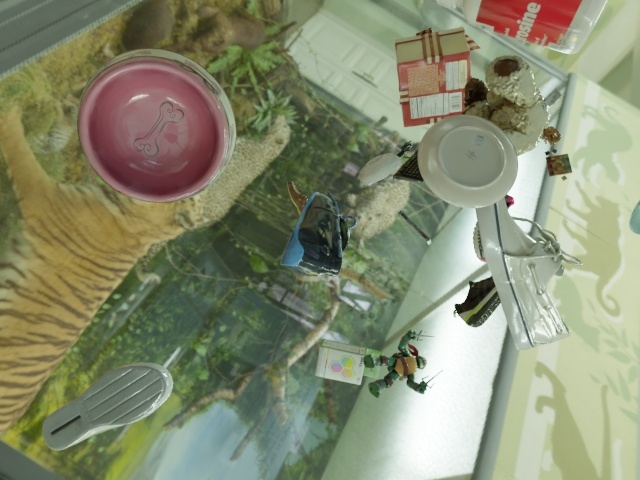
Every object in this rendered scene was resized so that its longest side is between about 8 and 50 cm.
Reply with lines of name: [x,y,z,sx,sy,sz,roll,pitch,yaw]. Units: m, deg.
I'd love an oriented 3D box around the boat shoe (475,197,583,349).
boat shoe: [0.408,0.043,0.880,0.157,0.367,0.136,-17,-165,23]

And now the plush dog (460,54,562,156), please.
plush dog: [0.411,-0.272,1.093,0.225,0.211,0.262,21,-81,62]

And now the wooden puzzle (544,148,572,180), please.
wooden puzzle: [0.562,-0.178,1.088,0.006,0.049,0.083,40,44,-68]

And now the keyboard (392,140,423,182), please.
keyboard: [0.353,-0.308,1.690,0.317,0.202,0.033,-45,135,-38]

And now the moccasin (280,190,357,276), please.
moccasin: [0.000,0.000,0.943,0.342,0.117,0.137,-72,-175,-65]

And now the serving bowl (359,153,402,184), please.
serving bowl: [0.104,-0.134,0.836,0.083,0.027,0.083,-29,-162,10]

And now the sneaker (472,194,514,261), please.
sneaker: [0.674,-0.057,1.811,0.121,0.112,0.299,36,68,-53]

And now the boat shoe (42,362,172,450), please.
boat shoe: [-0.413,0.320,0.920,0.302,0.109,0.094,-26,171,13]

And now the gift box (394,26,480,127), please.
gift box: [0.389,-0.534,1.516,0.258,0.277,0.255,-81,165,-49]

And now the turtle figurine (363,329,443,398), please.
turtle figurine: [0.240,0.357,1.307,0.234,0.175,0.118,-8,153,-25]

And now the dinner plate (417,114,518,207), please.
dinner plate: [0.206,-0.113,0.637,0.141,0.141,0.017,-58,174,-14]

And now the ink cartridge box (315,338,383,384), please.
ink cartridge box: [0.094,0.403,1.514,0.062,0.209,0.108,-62,163,-73]

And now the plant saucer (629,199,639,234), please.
plant saucer: [0.774,-0.090,1.022,0.195,0.195,0.037,-58,-147,40]

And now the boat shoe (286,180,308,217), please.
boat shoe: [-0.079,-0.160,1.844,0.060,0.178,0.064,-25,-174,12]

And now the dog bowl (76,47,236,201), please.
dog bowl: [-0.418,-0.279,1.186,0.408,0.408,0.150,-58,-158,8]

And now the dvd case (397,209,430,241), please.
dvd case: [0.272,-0.037,1.333,0.013,0.119,0.087,-44,166,6]

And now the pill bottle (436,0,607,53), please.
pill bottle: [0.534,-0.669,1.233,0.229,0.408,0.229,-58,164,-28]

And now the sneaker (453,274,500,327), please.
sneaker: [0.440,0.125,1.226,0.234,0.097,0.084,-52,143,9]
